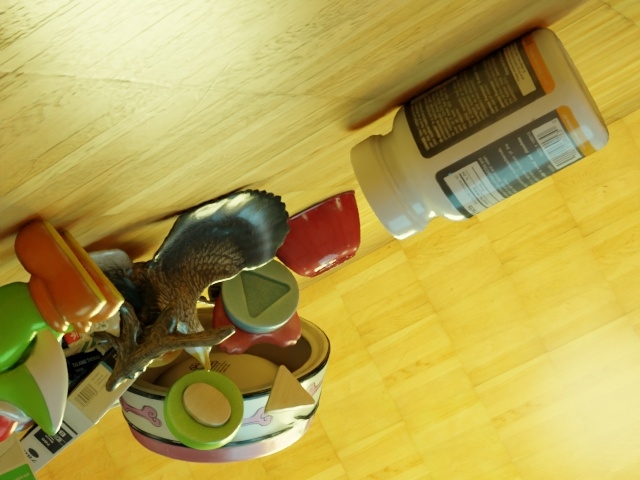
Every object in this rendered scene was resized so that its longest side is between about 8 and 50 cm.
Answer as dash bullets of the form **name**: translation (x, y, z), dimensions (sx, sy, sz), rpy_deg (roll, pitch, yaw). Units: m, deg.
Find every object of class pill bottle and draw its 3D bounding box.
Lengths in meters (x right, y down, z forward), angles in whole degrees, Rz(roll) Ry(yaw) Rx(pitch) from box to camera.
- **pill bottle**: translation (0.186, -0.120, 1.459), dimensions (0.278, 0.162, 0.162), rpy_deg (-28, 175, 17)

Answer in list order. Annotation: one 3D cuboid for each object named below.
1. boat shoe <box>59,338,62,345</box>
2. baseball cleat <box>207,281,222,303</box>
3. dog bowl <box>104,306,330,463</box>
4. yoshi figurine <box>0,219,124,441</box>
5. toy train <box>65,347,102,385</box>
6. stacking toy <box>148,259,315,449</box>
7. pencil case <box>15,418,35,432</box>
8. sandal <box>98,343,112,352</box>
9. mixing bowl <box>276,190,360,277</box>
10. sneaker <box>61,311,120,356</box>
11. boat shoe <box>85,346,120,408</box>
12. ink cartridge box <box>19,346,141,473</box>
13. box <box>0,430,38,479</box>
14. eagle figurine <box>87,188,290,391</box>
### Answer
- **boat shoe**: translation (-0.354, 0.118, 1.491), dimensions (0.096, 0.088, 0.267), rpy_deg (-26, 175, -12)
- **baseball cleat**: translation (-0.165, 0.092, 2.403), dimensions (0.109, 0.072, 0.206), rpy_deg (-11, 173, 1)
- **dog bowl**: translation (-0.183, 0.261, 2.228), dimensions (0.408, 0.150, 0.408), rpy_deg (-1, -160, 1)
- **yoshi figurine**: translation (-0.379, 0.111, 1.157), dimensions (0.362, 0.203, 0.203), rpy_deg (-40, -144, -4)
- **toy train**: translation (-0.459, 0.229, 2.144), dimensions (0.105, 0.080, 0.184), rpy_deg (-23, 177, 26)
- **stacking toy**: translation (-0.151, 0.170, 1.981), dimensions (0.309, 0.279, 0.130), rpy_deg (-17, 160, -22)
- **pencil case**: translation (-0.481, 0.231, 1.840), dimensions (0.124, 0.113, 0.273), rpy_deg (-23, 174, -15)
- **sandal**: translation (-0.351, 0.173, 2.129), dimensions (0.079, 0.088, 0.240), rpy_deg (1, -172, 2)
- **mixing bowl**: translation (0.000, 0.000, 2.061), dimensions (0.181, 0.098, 0.181), rpy_deg (-28, 175, -3)
- **sneaker**: translation (-0.357, 0.140, 1.869), dimensions (0.161, 0.057, 0.075), rpy_deg (-25, -179, 5)
- **boat shoe**: translation (-0.453, 0.281, 2.367), dimensions (0.156, 0.136, 0.367), rpy_deg (-31, 171, 33)
- **ink cartridge box**: translation (-0.391, 0.269, 1.963), dimensions (0.333, 0.065, 0.165), rpy_deg (-41, -173, 49)
- **box**: translation (-0.482, 0.251, 1.380), dimensions (0.262, 0.231, 0.127), rpy_deg (-30, 174, 26)
- **eagle figurine**: translation (-0.179, 0.057, 1.500), dimensions (0.226, 0.225, 0.298), rpy_deg (11, -145, 6)
